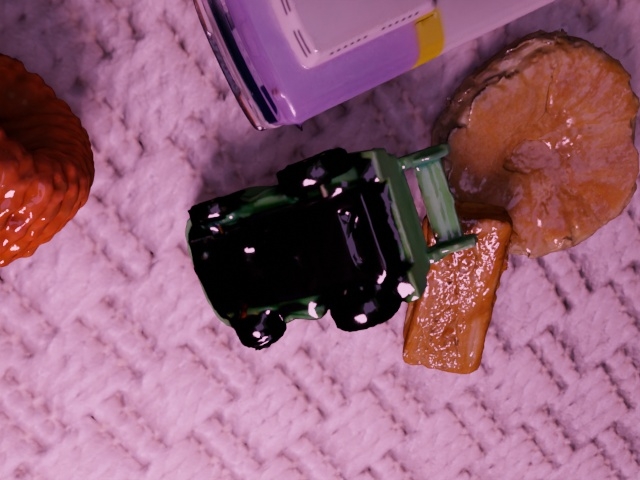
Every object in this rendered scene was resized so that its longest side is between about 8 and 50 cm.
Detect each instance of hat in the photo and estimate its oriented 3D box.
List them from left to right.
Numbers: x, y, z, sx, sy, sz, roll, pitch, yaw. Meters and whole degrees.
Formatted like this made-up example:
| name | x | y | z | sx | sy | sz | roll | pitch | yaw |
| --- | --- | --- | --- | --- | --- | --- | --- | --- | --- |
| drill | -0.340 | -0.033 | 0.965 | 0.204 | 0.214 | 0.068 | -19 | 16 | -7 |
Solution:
| name | x | y | z | sx | sy | sz | roll | pitch | yaw |
| --- | --- | --- | --- | --- | --- | --- | --- | --- | --- |
| hat | -0.470 | -0.050 | 0.615 | 0.400 | 0.285 | 0.285 | -32 | 107 | 3 |

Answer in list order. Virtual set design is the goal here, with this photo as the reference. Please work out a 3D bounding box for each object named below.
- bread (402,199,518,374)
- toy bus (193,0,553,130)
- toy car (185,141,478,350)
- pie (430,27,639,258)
| name | x | y | z | sx | sy | sz | roll | pitch | yaw |
| --- | --- | --- | --- | --- | --- | --- | --- | --- | --- |
| bread | 0.202 | 0.073 | 0.843 | 0.139 | 0.077 | 0.271 | 7 | 117 | 6 |
| toy bus | 0.083 | -0.303 | 0.676 | 0.439 | 0.249 | 0.210 | -26 | 106 | -5 |
| toy car | 0.000 | 0.000 | 0.748 | 0.358 | 0.176 | 0.214 | -16 | 100 | 30 |
| pie | 0.325 | -0.131 | 0.850 | 0.339 | 0.083 | 0.340 | -2 | 105 | -7 |
